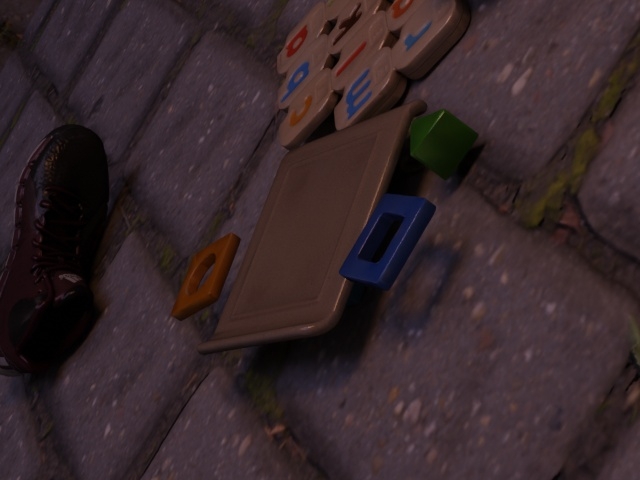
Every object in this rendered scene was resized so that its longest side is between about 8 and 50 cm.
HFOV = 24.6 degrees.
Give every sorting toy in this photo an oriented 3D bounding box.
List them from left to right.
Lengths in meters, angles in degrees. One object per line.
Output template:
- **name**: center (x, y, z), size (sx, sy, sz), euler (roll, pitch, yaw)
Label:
- **sorting toy**: center (0.000, 0.000, 1.065), size (0.347, 0.047, 0.196), euler (-15, 46, 59)

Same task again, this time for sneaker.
- **sneaker**: center (-0.263, 0.015, 1.532), size (0.162, 0.106, 0.281), euler (6, 79, 60)

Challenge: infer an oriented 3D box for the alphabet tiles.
- **alphabet tiles**: center (0.057, -0.205, 1.207), size (0.278, 0.021, 0.284), euler (-45, 28, 27)
